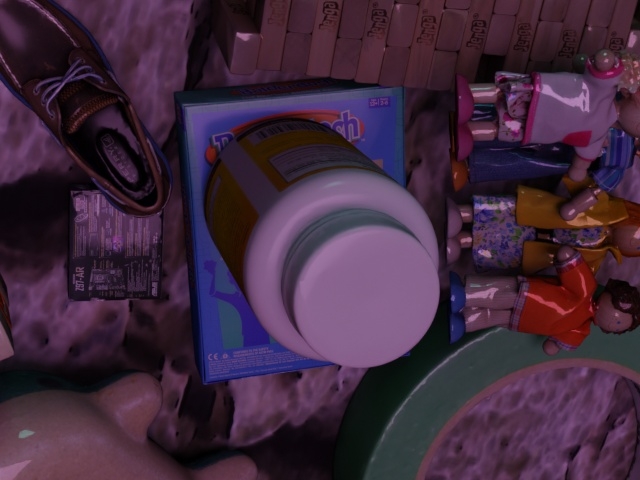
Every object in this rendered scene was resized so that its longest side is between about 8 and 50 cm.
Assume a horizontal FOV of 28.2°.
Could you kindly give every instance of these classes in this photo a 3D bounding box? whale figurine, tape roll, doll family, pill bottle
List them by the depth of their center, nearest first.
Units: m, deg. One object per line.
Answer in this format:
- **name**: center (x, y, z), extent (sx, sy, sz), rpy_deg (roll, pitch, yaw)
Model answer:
- **pill bottle**: center (0.000, 0.000, 0.787), extent (0.117, 0.215, 0.117), rpy_deg (-4, 108, -13)
- **doll family**: center (0.170, -0.043, 0.874), extent (0.163, 0.118, 0.262), rpy_deg (-1, 131, 2)
- **whale figurine**: center (-0.177, 0.178, 0.917), extent (0.272, 0.141, 0.216), rpy_deg (12, 107, -44)
- **tape roll**: center (0.173, 0.189, 1.029), extent (0.321, 0.077, 0.321), rpy_deg (-5, 109, -13)

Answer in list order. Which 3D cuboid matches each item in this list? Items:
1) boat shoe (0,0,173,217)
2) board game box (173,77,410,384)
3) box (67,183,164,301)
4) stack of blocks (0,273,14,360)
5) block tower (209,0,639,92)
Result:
- **boat shoe**: center (-0.156, -0.094, 0.837), extent (0.066, 0.066, 0.183), rpy_deg (-41, 106, -5)
- **board game box**: center (-0.018, -0.009, 0.923), extent (0.160, 0.047, 0.210), rpy_deg (-6, 110, -13)
- **box**: center (-0.146, 0.002, 0.907), extent (0.067, 0.018, 0.083), rpy_deg (-1, 109, -15)
- **stack of blocks**: center (-0.348, 0.064, 0.790), extent (0.297, 0.171, 0.087), rpy_deg (-23, 113, -8)
- **block tower**: center (0.101, -0.157, 0.872), extent (0.336, 0.091, 0.097), rpy_deg (2, 118, -15)
